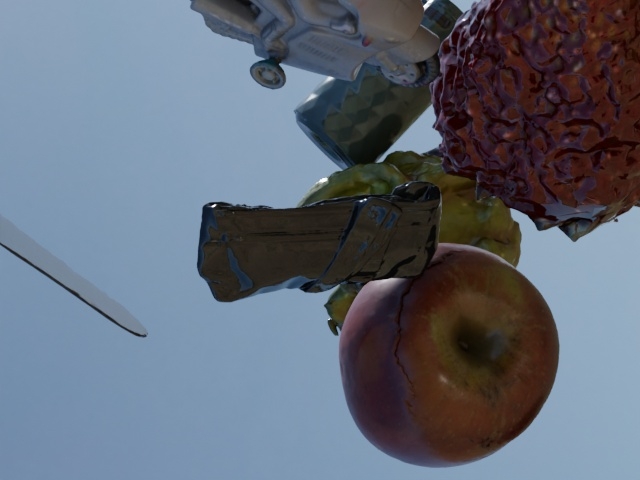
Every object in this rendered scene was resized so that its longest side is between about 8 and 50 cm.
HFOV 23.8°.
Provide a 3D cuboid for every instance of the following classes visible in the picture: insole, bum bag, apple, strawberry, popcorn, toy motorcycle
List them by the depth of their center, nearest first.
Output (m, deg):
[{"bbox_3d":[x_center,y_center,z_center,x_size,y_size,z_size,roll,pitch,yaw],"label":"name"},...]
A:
[{"bbox_3d":[-0.003,-0.231,1.476,0.171,0.260,0.110,93,-162,-56],"label":"toy motorcycle"},{"bbox_3d":[0.000,0.000,1.511,0.060,0.248,0.123,-102,14,-48],"label":"bum bag"},{"bbox_3d":[0.266,-0.180,1.519,0.343,0.292,0.292,113,-176,-49],"label":"strawberry"},{"bbox_3d":[-0.325,0.012,1.704,0.007,0.328,0.111,-51,14,8],"label":"insole"},{"bbox_3d":[0.141,0.135,1.786,0.206,0.251,0.272,-32,41,60],"label":"apple"},{"bbox_3d":[0.123,-0.011,2.168,0.321,0.325,0.290,106,-173,-66],"label":"popcorn"}]

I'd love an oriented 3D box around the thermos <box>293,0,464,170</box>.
[{"bbox_3d":[0.093,-0.247,2.243,0.286,0.182,0.145,-47,-23,-5],"label":"thermos"}]
